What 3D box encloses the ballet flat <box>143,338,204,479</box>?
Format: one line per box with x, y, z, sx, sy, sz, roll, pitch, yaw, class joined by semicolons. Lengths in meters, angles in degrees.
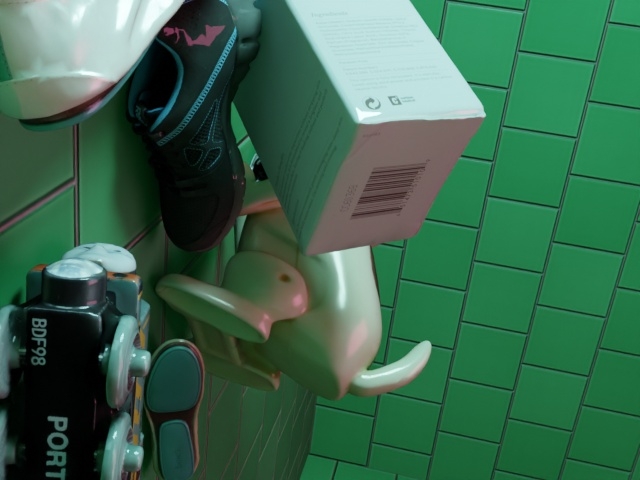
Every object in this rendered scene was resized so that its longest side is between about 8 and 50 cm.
-0.208;0.227;1.117;0.086;0.086;0.248;-64;164;-63;ballet flat

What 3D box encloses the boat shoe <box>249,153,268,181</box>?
-0.087;-0.127;1.439;0.081;0.079;0.227;91;15;-71;boat shoe

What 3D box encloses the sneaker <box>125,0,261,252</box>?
-0.163;-0.127;0.900;0.139;0.125;0.341;-30;138;-44;sneaker

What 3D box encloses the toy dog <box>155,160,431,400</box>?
0.000;0.000;1.178;0.284;0.395;0.408;73;36;-55;toy dog

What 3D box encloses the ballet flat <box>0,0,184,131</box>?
-0.161;-0.246;0.664;0.400;0.139;0.139;-70;167;-47;ballet flat

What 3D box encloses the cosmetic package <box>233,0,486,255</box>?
0.001;-0.200;0.915;0.385;0.156;0.217;67;-29;30;cosmetic package

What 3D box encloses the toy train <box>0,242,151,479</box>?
-0.221;0.165;0.729;0.190;0.142;0.334;-101;-164;-75;toy train
